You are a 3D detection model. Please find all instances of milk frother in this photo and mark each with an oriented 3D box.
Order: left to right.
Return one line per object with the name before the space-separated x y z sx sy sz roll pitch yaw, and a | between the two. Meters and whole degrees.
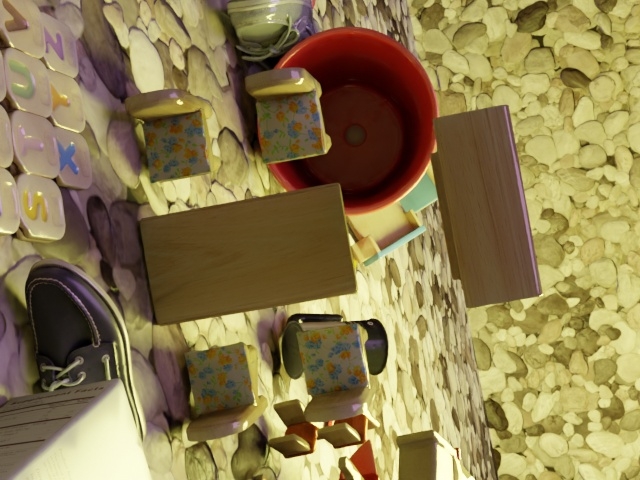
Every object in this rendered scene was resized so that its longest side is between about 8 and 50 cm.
milk frother | 0.009 0.180 1.394 0.129 0.134 0.143 18 -74 62

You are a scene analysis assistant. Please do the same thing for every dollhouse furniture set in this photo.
dollhouse furniture set | 0.003 0.000 0.976 0.256 0.393 0.362 -4 84 -83
dollhouse furniture set | 0.058 -0.101 1.812 0.303 0.198 0.286 -32 89 -40
dollhouse furniture set | 0.051 0.325 1.182 0.135 0.259 0.262 52 31 -38

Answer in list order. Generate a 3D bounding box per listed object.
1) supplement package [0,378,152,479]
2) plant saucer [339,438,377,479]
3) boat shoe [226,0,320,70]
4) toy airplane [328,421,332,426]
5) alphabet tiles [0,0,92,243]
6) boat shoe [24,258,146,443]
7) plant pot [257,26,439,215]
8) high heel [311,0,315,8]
supplement package | -0.209 0.186 0.684 0.179 0.105 0.105 -44 121 -70
plant saucer | 0.055 0.447 1.294 0.259 0.047 0.259 -100 -171 -46
boat shoe | -0.059 -0.305 1.477 0.320 0.118 0.103 17 64 -81
toy airplane | 0.018 0.228 1.527 0.151 0.028 0.151 -10 90 -73
alphabet tiles | -0.276 -0.141 0.822 0.278 0.021 0.284 15 66 -71
boat shoe | -0.201 0.114 0.812 0.065 0.075 0.206 -75 154 -61
plant pot | 0.047 -0.173 1.505 0.243 0.274 0.275 1 78 -86
high heel | -0.061 -0.518 1.712 0.117 0.082 0.244 130 -61 -71
